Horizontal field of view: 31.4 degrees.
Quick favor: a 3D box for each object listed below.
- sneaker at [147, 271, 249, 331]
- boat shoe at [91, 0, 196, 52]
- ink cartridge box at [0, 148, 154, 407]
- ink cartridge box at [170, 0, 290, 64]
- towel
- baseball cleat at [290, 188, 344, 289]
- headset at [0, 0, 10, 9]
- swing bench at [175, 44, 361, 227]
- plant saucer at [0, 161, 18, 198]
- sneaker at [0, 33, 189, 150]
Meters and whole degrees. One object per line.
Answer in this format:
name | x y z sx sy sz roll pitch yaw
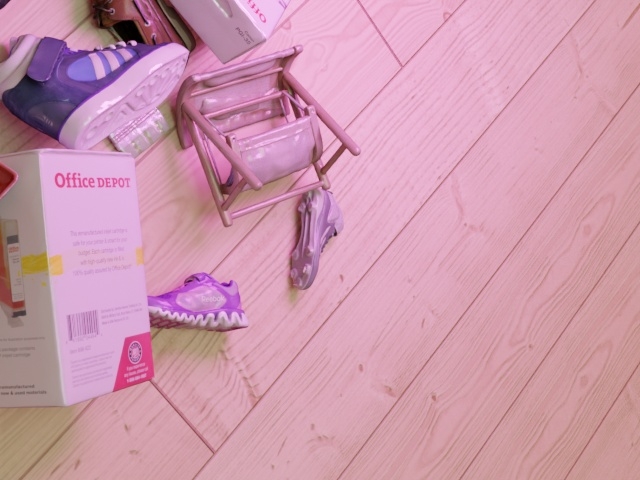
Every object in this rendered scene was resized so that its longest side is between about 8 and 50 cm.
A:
sneaker | -0.236 0.107 2.057 0.236 0.095 0.104 7 77 -40
boat shoe | -0.344 -0.414 1.986 0.307 0.111 0.104 47 62 -24
ink cartridge box | -0.412 0.055 1.817 0.279 0.161 0.384 -5 91 -68
ink cartridge box | -0.157 -0.486 2.060 0.207 0.117 0.283 49 38 -24
towel | -0.349 -0.228 2.032 0.113 0.023 0.152 -43 114 -27
baseball cleat | 0.000 0.000 2.239 0.109 0.072 0.205 11 85 -42
headset | -0.535 -0.499 1.799 0.394 0.185 0.243 -37 120 -33
swing bench | -0.108 -0.199 2.106 0.253 0.165 0.254 -22 76 -34
plant saucer | -0.613 -0.057 1.652 0.258 0.047 0.259 33 69 13
sneaker | -0.397 -0.297 1.902 0.236 0.130 0.323 37 48 9
